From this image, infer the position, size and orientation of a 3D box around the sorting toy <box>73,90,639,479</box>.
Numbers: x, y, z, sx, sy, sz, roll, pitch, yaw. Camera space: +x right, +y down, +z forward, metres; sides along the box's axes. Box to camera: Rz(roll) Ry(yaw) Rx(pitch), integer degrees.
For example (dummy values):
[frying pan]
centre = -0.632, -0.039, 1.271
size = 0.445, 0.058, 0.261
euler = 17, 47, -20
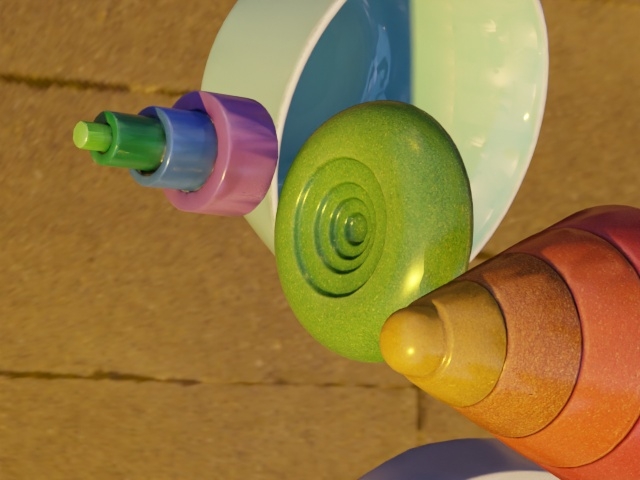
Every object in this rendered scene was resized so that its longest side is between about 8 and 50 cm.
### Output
[sorting toy]
centre = 0.000, 0.000, 0.741
size = 0.126, 0.365, 0.127
euler = 5, 106, -41

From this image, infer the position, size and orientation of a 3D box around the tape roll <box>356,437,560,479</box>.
[tape roll]
centre = 0.089, 0.223, 0.914
size = 0.219, 0.072, 0.219
euler = -3, 100, -16

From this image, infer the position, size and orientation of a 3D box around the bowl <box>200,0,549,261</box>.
[bowl]
centre = 0.023, -0.111, 1.316
size = 0.311, 0.163, 0.311
euler = -25, 128, -38
